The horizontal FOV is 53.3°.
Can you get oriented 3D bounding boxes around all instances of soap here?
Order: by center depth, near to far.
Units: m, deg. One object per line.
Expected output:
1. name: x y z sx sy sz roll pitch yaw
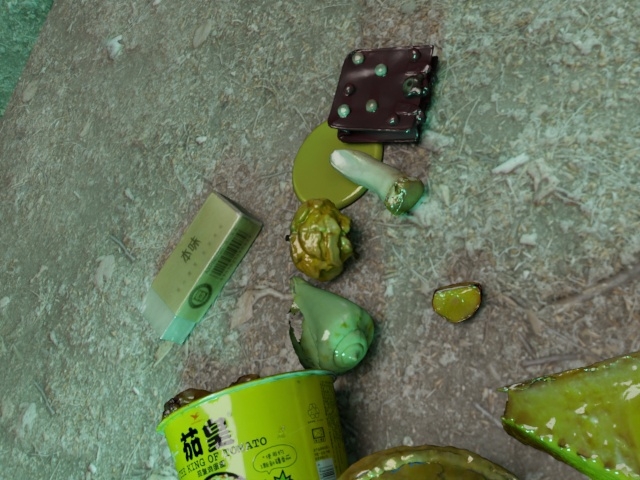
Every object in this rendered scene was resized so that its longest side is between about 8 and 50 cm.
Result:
1. soap: 0.404 0.313 0.814 0.339 0.169 0.304 -24 49 27

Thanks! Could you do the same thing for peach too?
1. peach: 0.238 0.098 1.098 0.077 0.050 0.083 38 106 17

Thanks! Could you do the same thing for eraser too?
1. eraser: -0.285 0.061 1.479 0.144 0.078 0.343 36 94 41

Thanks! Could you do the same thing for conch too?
1. conch: -0.002 0.170 1.203 0.137 0.143 0.251 -31 25 -30

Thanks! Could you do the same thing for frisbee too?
1. frisbee: 0.031 -0.171 1.385 0.236 0.017 0.236 -14 64 31

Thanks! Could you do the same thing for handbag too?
1. handbag: 0.130 -0.303 1.319 0.216 0.074 0.203 6 72 34

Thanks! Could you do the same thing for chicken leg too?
1. chicken leg: -0.225 0.343 1.323 0.252 0.087 0.107 -27 78 17

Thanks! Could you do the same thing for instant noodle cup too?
1. instant noodle cup: -0.089 0.388 1.067 0.326 0.325 0.254 -29 66 23

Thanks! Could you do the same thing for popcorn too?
1. popcorn: 0.000 0.000 1.262 0.148 0.152 0.167 -142 56 -73

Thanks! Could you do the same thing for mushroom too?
1. mushroom: 0.106 -0.124 1.266 0.209 0.071 0.084 35 104 33

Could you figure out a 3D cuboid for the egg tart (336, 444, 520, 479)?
1. egg tart: 0.155 0.471 0.844 0.388 0.169 0.387 0 89 4
